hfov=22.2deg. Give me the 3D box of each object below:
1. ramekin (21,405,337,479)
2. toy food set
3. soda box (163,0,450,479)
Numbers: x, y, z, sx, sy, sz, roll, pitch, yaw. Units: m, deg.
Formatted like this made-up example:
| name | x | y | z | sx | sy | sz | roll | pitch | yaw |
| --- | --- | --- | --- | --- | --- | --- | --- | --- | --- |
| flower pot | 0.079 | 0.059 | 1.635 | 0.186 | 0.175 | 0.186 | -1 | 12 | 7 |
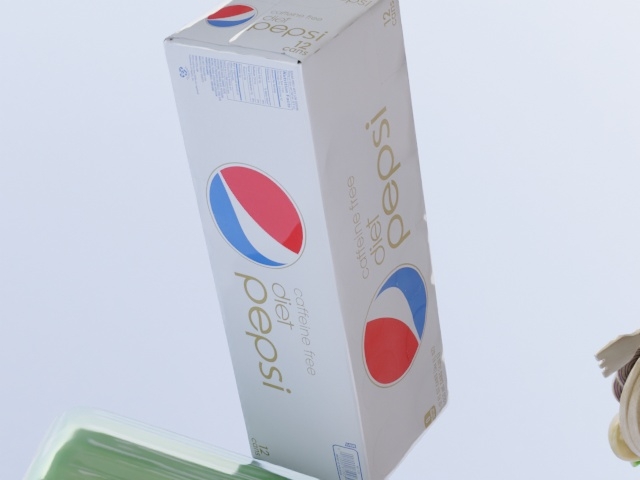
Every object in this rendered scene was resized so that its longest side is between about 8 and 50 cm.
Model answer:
| name | x | y | z | sx | sy | sz | roll | pitch | yaw |
| --- | --- | --- | --- | --- | --- | --- | --- | --- | --- |
| ramekin | -0.102 | 0.223 | 0.737 | 0.148 | 0.303 | 0.303 | 23 | -144 | -5 |
| toy food set | 0.288 | 0.125 | 1.349 | 0.038 | 0.132 | 0.192 | 34 | 155 | 55 |
| soda box | 0.000 | 0.000 | 0.695 | 0.074 | 0.069 | 0.216 | -43 | -45 | -42 |
